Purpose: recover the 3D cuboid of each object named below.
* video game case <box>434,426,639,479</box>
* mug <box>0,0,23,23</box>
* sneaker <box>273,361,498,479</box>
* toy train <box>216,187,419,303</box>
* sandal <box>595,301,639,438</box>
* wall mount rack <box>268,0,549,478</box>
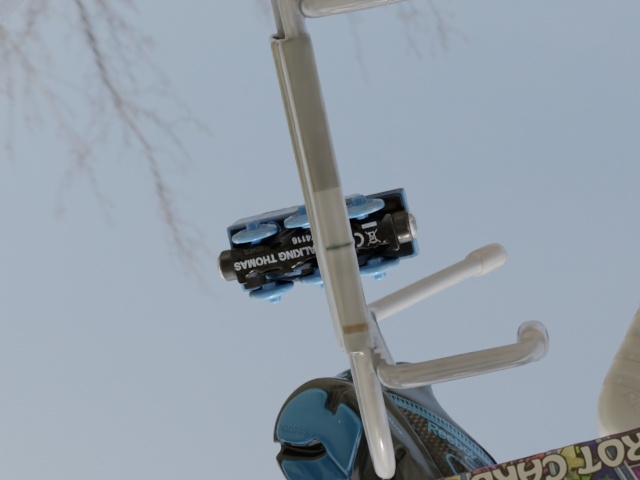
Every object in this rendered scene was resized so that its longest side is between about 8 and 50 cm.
[{"bbox_3d":[0.057,0.154,0.432,0.232,0.042,0.210,-15,-132,9],"label":"video game case"},{"bbox_3d":[-0.373,-0.215,0.936,0.276,0.374,0.328,-23,-163,34],"label":"mug"},{"bbox_3d":[0.116,0.223,1.182,0.125,0.341,0.140,-42,166,33],"label":"sneaker"},{"bbox_3d":[0.000,0.000,1.500,0.184,0.080,0.105,-13,-170,11],"label":"toy train"},{"bbox_3d":[0.388,0.092,1.669,0.169,0.102,0.416,36,-129,19],"label":"sandal"},{"bbox_3d":[0.050,-0.051,0.995,0.130,0.350,0.304,-12,-170,0],"label":"wall mount rack"}]
